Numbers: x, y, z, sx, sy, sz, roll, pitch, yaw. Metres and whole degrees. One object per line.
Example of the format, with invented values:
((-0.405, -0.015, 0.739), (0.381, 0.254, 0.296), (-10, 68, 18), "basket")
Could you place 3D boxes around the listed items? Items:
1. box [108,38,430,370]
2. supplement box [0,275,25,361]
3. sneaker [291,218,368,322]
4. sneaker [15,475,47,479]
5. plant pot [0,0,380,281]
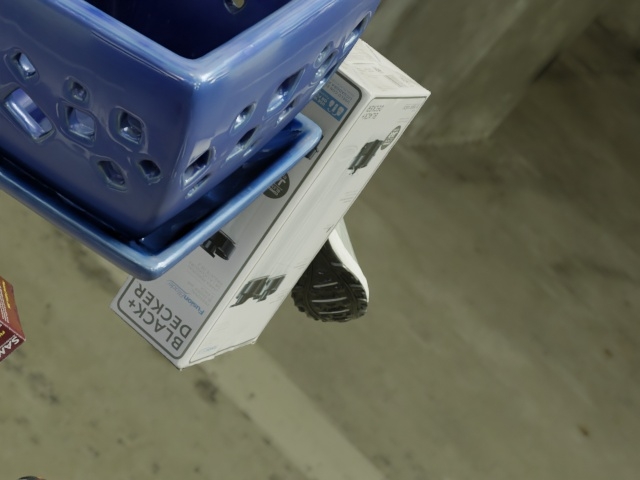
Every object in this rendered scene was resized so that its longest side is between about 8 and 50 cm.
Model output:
((-0.042, -0.035, 1.336), (0.087, 0.290, 0.169), (39, 18, 13), "box")
((-0.482, 0.047, 1.943), (0.239, 0.073, 0.130), (44, 10, -34), "supplement box")
((0.000, 0.000, 1.969), (0.108, 0.100, 0.271), (-78, 155, -46), "sneaker")
((-0.209, 0.369, 1.580), (0.180, 0.125, 0.321), (-24, 96, -46), "sneaker")
((-0.119, -0.126, 1.014), (0.236, 0.212, 0.236), (32, 46, 15), "plant pot")
